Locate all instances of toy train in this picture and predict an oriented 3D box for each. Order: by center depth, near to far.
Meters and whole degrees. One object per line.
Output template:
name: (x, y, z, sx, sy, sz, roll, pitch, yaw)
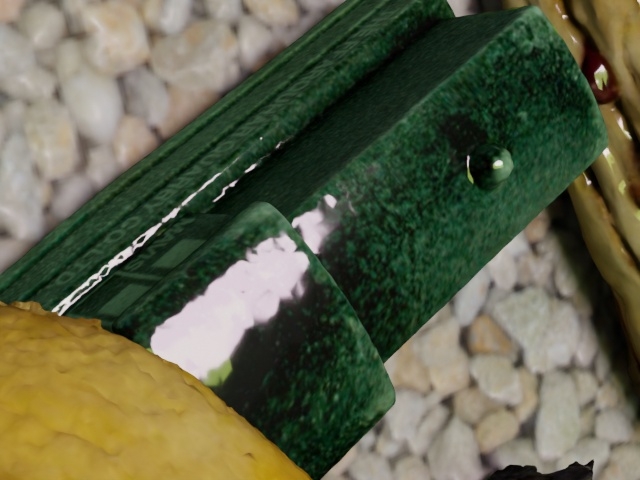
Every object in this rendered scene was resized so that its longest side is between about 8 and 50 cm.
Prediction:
toy train: (0.000, 0.000, 0.635, 0.330, 0.178, 0.138, -42, 112, -23)

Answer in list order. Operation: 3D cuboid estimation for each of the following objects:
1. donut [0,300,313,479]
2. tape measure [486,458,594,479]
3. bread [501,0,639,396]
donut: (-0.100, 0.142, 0.527, 0.303, 0.303, 0.110, 54, 45, -23)
tape measure: (0.070, 0.277, 0.725, 0.231, 0.133, 0.271, -13, 97, -40)
bread: (0.298, -0.069, 0.820, 0.314, 0.191, 0.370, -27, 105, -29)
